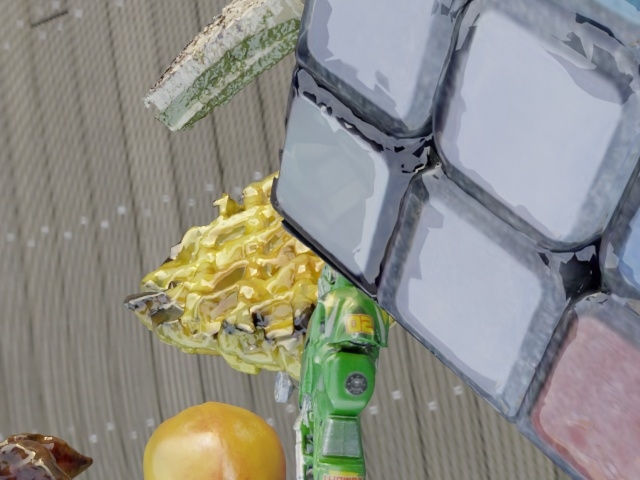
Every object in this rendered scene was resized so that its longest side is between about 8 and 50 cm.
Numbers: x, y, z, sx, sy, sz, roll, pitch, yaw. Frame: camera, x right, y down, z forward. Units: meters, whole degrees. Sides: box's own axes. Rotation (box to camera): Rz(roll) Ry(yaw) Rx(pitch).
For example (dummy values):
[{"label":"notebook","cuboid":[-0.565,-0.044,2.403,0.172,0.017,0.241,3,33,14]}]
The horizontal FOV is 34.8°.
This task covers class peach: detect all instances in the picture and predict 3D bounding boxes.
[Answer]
[{"label":"peach","cuboid":[-0.199,0.481,1.988,0.289,0.289,0.308,-52,47,21]}]

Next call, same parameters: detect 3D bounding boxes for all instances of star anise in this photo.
[{"label":"star anise","cuboid":[-0.281,0.201,0.804,0.196,0.212,0.111,-10,51,-2]}]

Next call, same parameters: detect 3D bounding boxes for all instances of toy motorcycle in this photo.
[{"label":"toy motorcycle","cuboid":[0.014,0.102,0.757,0.106,0.074,0.190,179,97,-75]}]

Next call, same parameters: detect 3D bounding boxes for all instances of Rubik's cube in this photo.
[{"label":"Rubik's cube","cuboid":[0.223,-0.108,0.568,0.363,0.358,0.362,39,133,30]}]

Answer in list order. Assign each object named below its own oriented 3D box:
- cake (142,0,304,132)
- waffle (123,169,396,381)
[{"label":"cake","cuboid":[-0.069,-0.138,0.755,0.140,0.051,0.055,-36,33,11]},{"label":"waffle","cuboid":[0.000,0.000,1.080,0.382,0.379,0.095,10,135,48]}]
